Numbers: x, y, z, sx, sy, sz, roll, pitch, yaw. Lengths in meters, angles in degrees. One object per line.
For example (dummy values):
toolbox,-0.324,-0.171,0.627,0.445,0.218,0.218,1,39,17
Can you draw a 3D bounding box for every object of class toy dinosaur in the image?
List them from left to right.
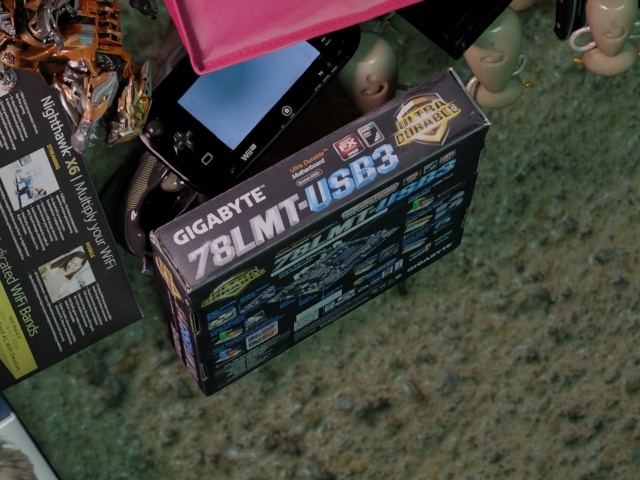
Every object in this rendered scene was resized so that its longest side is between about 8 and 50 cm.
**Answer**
toy dinosaur,-0.245,-0.215,1.395,0.218,0.322,0.164,-22,159,-29

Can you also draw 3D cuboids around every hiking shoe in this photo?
hiking shoe,-0.107,-0.079,1.583,0.086,0.114,0.227,18,104,-35

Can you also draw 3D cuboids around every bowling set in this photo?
bowling set,0.140,-0.219,1.637,0.287,0.200,0.154,-9,156,4

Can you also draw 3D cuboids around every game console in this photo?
game console,0.004,-0.183,1.528,0.361,0.213,0.044,-48,165,-7

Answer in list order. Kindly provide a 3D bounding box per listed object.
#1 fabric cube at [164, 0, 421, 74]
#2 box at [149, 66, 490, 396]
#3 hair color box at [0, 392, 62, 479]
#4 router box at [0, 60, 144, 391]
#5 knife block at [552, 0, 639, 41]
fabric cube,-0.033,-0.316,1.353,0.254,0.258,0.259,-18,120,-3
box,0.000,0.000,1.614,0.295,0.073,0.293,-31,161,-11
hair color box,-0.289,0.300,1.682,0.174,0.105,0.347,-34,125,-10
router box,-0.310,-0.015,1.525,0.243,0.081,0.309,-26,124,-15
knife block,0.233,-0.313,1.635,0.275,0.088,0.242,23,111,-47
